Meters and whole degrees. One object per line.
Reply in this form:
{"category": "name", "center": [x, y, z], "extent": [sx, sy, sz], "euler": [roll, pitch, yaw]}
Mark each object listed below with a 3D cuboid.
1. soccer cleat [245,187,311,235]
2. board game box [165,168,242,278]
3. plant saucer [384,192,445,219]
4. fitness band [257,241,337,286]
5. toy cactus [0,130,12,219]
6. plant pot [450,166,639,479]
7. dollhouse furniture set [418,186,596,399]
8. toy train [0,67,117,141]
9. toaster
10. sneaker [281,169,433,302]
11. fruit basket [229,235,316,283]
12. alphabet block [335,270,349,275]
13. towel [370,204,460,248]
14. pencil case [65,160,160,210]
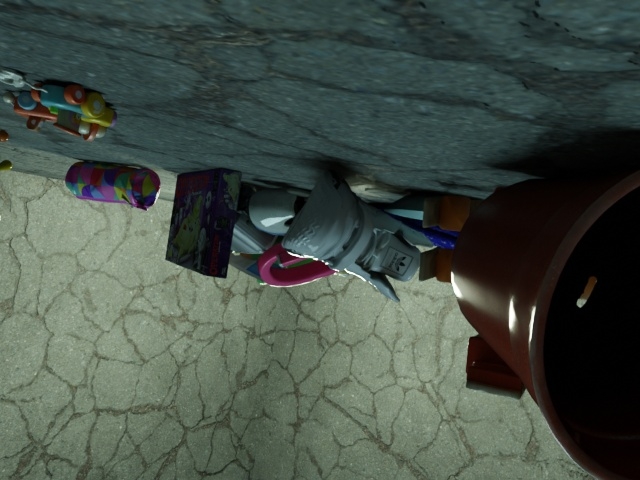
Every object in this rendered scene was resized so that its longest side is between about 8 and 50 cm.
{"category": "soccer cleat", "center": [-0.028, -0.051, 1.399], "extent": [0.143, 0.116, 0.331], "euler": [-4, 176, 30]}
{"category": "board game box", "center": [-0.256, -0.041, 1.320], "extent": [0.056, 0.208, 0.347], "euler": [13, 177, -26]}
{"category": "plant saucer", "center": [0.208, -0.054, 1.079], "extent": [0.195, 0.037, 0.195], "euler": [8, 179, 0]}
{"category": "fitness band", "center": [0.000, 0.036, 1.423], "extent": [0.291, 0.054, 0.209], "euler": [-19, 159, 7]}
{"category": "toy cactus", "center": [-0.623, -0.125, 1.163], "extent": [0.112, 0.180, 0.219], "euler": [-12, -168, -21]}
{"category": "plant pot", "center": [0.263, 0.049, 0.595], "extent": [0.272, 0.272, 0.265], "euler": [9, -173, -11]}
{"category": "dollhouse furniture set", "center": [0.257, 0.061, 0.824], "extent": [0.262, 0.259, 0.135], "euler": [7, -172, 28]}
{"category": "toy train", "center": [-0.285, -0.134, 0.662], "extent": [0.125, 0.046, 0.166], "euler": [9, 180, -14]}
{"category": "toaster", "center": [-0.193, -0.051, 1.485], "extent": [0.227, 0.129, 0.146], "euler": [4, 152, 45]}
{"category": "sneaker", "center": [0.069, -0.002, 0.987], "extent": [0.210, 0.137, 0.366], "euler": [30, -175, 2]}
{"category": "fruit basket", "center": [-0.136, -0.022, 1.694], "extent": [0.327, 0.165, 0.353], "euler": [-28, -141, -35]}
{"category": "alphabet block", "center": [0.000, 0.000, 1.947], "extent": [0.197, 0.193, 0.192], "euler": [9, 178, -4]}
{"category": "towel", "center": [0.186, -0.034, 1.481], "extent": [0.228, 0.076, 0.308], "euler": [9, 180, -25]}
{"category": "pencil case", "center": [-0.495, -0.133, 1.489], "extent": [0.236, 0.104, 0.104], "euler": [10, 180, 29]}
